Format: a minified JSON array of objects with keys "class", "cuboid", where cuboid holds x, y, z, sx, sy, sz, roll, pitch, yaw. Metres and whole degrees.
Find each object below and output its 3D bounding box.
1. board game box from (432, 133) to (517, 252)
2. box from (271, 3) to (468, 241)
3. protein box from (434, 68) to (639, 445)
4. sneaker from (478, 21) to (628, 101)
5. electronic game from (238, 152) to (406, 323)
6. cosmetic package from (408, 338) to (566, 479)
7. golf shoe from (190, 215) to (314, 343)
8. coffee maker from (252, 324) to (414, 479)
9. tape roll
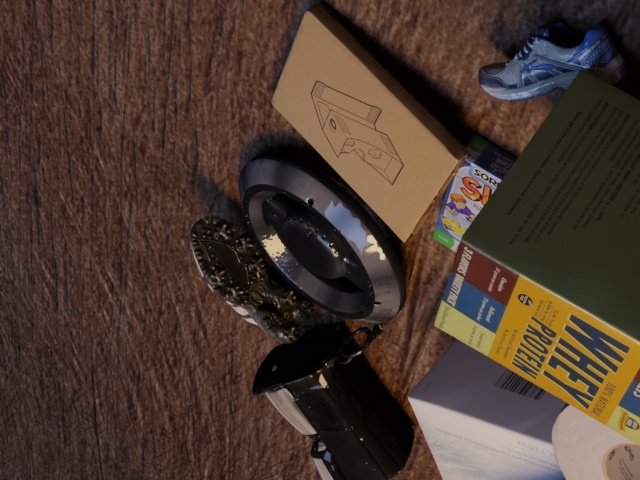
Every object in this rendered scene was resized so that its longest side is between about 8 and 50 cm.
[{"class":"board game box","cuboid":[0.208,0.000,1.398,0.201,0.035,0.136,32,147,15]},{"class":"box","cuboid":[0.041,-0.108,1.423,0.201,0.021,0.164,46,150,11]},{"class":"protein box","cuboid":[0.231,0.016,1.163,0.201,0.200,0.136,30,151,13]},{"class":"sneaker","cuboid":[0.187,-0.153,1.232,0.135,0.052,0.058,-3,118,39]},{"class":"electronic game","cuboid":[0.000,0.000,1.605,0.229,0.048,0.229,35,152,22]},{"class":"cosmetic package","cuboid":[0.240,0.221,1.526,0.224,0.138,0.224,14,141,42]},{"class":"golf shoe","cuboid":[-0.098,0.045,1.725,0.094,0.077,0.198,17,151,54]},{"class":"coffee maker","cuboid":[0.032,0.199,1.746,0.171,0.120,0.178,-8,124,50]},{"class":"tape roll","cuboid":[0.307,0.192,1.267,0.219,0.072,0.219,31,149,22]}]
